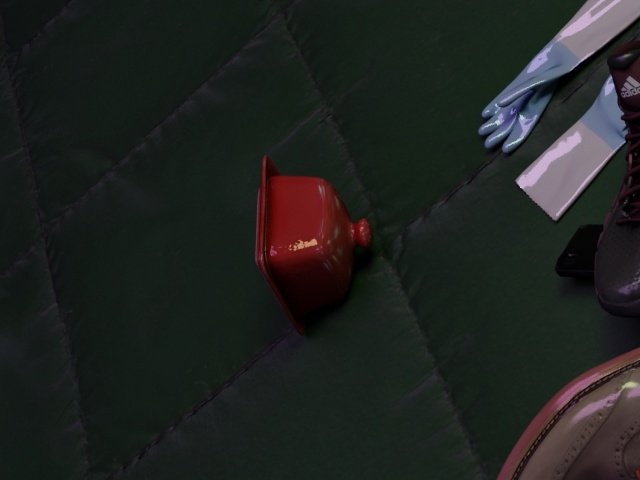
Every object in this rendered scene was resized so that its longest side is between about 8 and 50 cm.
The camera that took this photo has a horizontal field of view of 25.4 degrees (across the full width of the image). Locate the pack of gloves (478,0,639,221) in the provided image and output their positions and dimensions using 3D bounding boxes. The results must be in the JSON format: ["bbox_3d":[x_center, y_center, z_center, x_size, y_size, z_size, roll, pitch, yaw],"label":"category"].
[{"bbox_3d":[0.264,-0.161,1.469,0.232,0.046,0.195,-48,38,10],"label":"pack of gloves"}]

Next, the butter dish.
[{"bbox_3d":[0.000,0.000,1.572,0.118,0.160,0.160,-9,54,14],"label":"butter dish"}]

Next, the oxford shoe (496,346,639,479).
[{"bbox_3d":[0.282,0.161,1.164,0.348,0.123,0.130,-45,45,15],"label":"oxford shoe"}]

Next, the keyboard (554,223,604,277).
[{"bbox_3d":[0.304,0.026,1.315,0.192,0.038,0.100,0,41,47],"label":"keyboard"}]

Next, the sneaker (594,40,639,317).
[{"bbox_3d":[0.284,-0.082,1.264,0.106,0.162,0.281,-2,52,43],"label":"sneaker"}]
